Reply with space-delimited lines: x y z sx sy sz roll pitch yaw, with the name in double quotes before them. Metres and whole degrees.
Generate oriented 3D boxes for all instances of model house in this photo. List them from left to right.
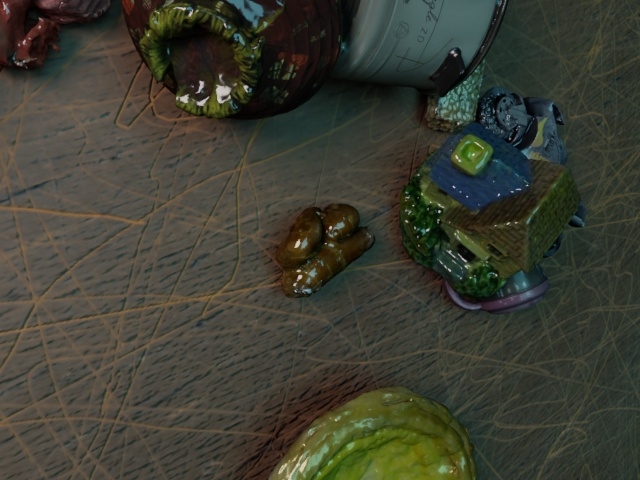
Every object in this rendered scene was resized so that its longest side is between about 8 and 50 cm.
"model house" 0.217 -0.051 0.722 0.214 0.189 0.195 43 79 9

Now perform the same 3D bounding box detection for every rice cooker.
"rice cooker" 0.108 -0.313 0.666 0.227 0.241 0.280 -1 65 -25

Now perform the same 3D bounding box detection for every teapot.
"teapot" 0.277 0.043 0.854 0.116 0.148 0.145 -18 86 -63

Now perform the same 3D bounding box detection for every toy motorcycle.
"toy motorcycle" 0.358 -0.124 0.880 0.173 0.108 0.307 -35 109 -28

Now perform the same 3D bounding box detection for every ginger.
"ginger" 0.000 0.000 0.712 0.162 0.073 0.103 -34 120 -30

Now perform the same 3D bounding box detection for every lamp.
"lamp" -0.096 -0.237 0.565 0.247 0.247 0.246 -1 92 -28

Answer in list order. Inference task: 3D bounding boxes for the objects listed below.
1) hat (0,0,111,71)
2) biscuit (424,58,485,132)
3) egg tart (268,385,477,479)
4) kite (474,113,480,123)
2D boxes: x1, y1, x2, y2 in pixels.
"hat" -0.288 -0.311 0.524 0.237 0.107 0.286 12 90 -48
"biscuit" 0.207 -0.255 0.814 0.082 0.070 0.168 9 89 -13
"egg tart" 0.060 0.354 0.715 0.346 0.132 0.345 -1 91 -27
"kite" 0.273 -0.201 0.889 0.078 0.002 0.044 -13 97 -27
